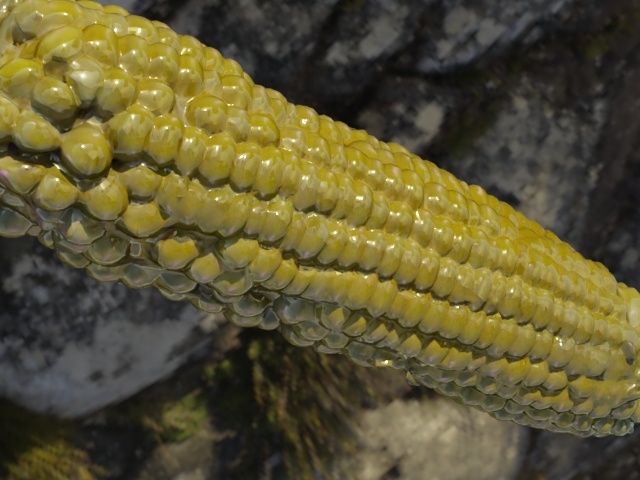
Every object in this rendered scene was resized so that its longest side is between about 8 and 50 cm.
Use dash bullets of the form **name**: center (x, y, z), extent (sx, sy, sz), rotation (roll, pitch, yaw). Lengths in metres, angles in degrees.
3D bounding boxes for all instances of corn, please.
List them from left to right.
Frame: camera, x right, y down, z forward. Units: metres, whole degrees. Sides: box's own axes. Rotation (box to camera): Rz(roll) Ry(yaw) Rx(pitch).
- **corn**: center (0.000, 0.000, 0.469), extent (0.288, 0.086, 0.086), rotation (24, 114, -24)
